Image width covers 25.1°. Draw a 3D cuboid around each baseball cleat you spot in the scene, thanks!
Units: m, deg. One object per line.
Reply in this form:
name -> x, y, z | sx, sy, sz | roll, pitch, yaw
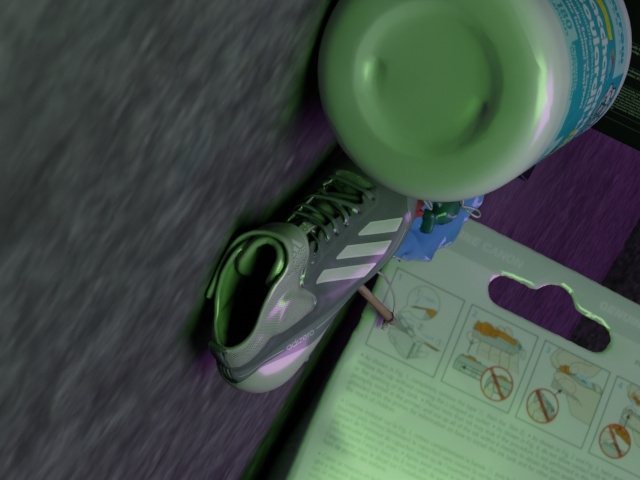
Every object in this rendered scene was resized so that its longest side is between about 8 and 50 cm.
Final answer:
baseball cleat -> 0.000, 0.000, 0.902 | 0.206, 0.072, 0.109 | -60, 158, -21

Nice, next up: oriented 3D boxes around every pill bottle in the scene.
pill bottle -> 0.112, -0.119, 0.913 | 0.264, 0.146, 0.146 | -31, 145, -62

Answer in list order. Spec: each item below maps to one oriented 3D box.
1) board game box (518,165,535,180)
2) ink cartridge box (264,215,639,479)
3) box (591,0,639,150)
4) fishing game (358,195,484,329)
board game box -> 0.193, -0.151, 1.306 | 0.165, 0.042, 0.243 | -62, 164, 2
ink cartridge box -> 0.125, 0.198, 1.216 | 0.385, 0.308, 0.091 | -66, -171, -15
box -> 0.375, -0.175, 1.433 | 0.103, 0.261, 0.184 | -43, 156, -49
fishing game -> 0.107, -0.062, 1.120 | 0.264, 0.041, 0.189 | -53, 148, -12
